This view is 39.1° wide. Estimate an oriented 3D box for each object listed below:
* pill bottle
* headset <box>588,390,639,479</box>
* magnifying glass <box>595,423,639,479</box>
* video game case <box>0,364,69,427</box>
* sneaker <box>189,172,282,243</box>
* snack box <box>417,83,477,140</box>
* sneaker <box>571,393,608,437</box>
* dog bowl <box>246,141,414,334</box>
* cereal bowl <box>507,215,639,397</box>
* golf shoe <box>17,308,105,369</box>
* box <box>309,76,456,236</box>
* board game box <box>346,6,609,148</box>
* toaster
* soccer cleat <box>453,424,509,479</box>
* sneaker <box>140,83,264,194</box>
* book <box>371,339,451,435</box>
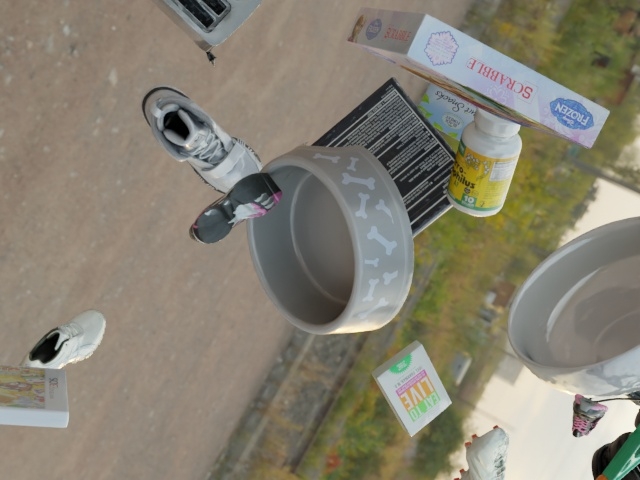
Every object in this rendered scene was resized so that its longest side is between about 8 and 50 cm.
[{"bbox_3d":[0.322,-0.160,1.750,0.117,0.117,0.208,-50,157,-47],"label":"pill bottle"},{"bbox_3d":[0.574,0.347,1.495,0.243,0.185,0.394,-59,-157,17],"label":"headset"},{"bbox_3d":[0.429,0.328,1.297,0.231,0.026,0.092,-43,145,-7],"label":"magnifying glass"},{"bbox_3d":[-0.460,0.203,1.224,0.206,0.227,0.026,-155,-107,-71],"label":"video game case"},{"bbox_3d":[-0.150,-0.054,1.497,0.178,0.072,0.077,-31,-171,-28],"label":"sneaker"},{"bbox_3d":[0.338,-0.337,2.050,0.207,0.174,0.070,-62,177,24],"label":"snack box"},{"bbox_3d":[0.363,0.245,1.238,0.057,0.047,0.119,-63,155,-5],"label":"sneaker"},{"bbox_3d":[0.000,0.000,1.529,0.102,0.349,0.349,-15,138,-37],"label":"dog bowl"},{"bbox_3d":[0.474,0.122,1.427,0.339,0.141,0.339,-31,-156,15],"label":"cereal bowl"},{"bbox_3d":[-0.408,0.163,1.450,0.176,0.069,0.086,-48,172,-39],"label":"golf shoe"},{"bbox_3d":[0.143,-0.141,1.987,0.296,0.294,0.183,-39,174,5],"label":"box"},{"bbox_3d":[0.227,-0.256,1.382,0.066,0.318,0.319,-64,-162,8],"label":"board game box"},{"bbox_3d":[-0.187,-0.426,1.541,0.168,0.185,0.110,-47,-164,-3],"label":"toaster"},{"bbox_3d":[0.239,0.332,1.284,0.068,0.076,0.196,-17,143,-18],"label":"soccer cleat"},{"bbox_3d":[-0.257,-0.203,2.045,0.137,0.366,0.210,-47,-164,4],"label":"sneaker"},{"bbox_3d":[0.156,0.250,1.534,0.096,0.035,0.144,-35,119,-9],"label":"book"}]
